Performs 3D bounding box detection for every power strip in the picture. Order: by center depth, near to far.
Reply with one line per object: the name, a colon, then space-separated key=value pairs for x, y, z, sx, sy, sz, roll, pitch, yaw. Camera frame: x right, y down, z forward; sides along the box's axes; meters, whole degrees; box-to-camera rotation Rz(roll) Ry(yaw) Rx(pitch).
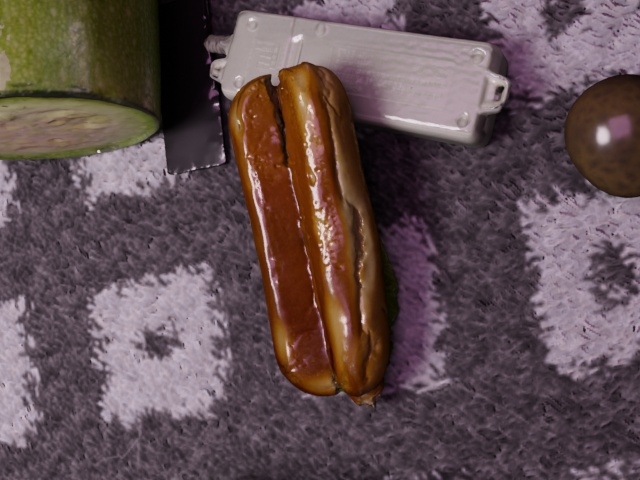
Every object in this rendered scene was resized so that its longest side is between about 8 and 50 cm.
power strip: x=0.030 y=-0.167 z=0.992 sx=0.338 sy=0.058 sz=0.098 roll=14 pitch=91 yaw=22

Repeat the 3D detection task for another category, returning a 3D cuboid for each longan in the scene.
longan: x=0.272 y=-0.091 z=0.868 sx=0.113 sy=0.092 sz=0.113 roll=-2 pitch=80 yaw=10

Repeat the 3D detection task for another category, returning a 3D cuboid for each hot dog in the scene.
hot dog: x=0.000 y=0.000 z=0.956 sx=0.135 sy=0.100 sz=0.337 roll=-11 pitch=92 yaw=34

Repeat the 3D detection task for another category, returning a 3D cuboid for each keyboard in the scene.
keyboard: x=-0.145 y=-0.172 z=1.088 sx=0.074 sy=0.015 sz=0.197 roll=-12 pitch=80 yaw=24

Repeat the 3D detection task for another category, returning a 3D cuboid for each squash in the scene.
squash: x=-0.301 y=-0.296 z=1.032 sx=0.263 sy=0.263 sz=0.385 roll=-9 pitch=81 yaw=21
